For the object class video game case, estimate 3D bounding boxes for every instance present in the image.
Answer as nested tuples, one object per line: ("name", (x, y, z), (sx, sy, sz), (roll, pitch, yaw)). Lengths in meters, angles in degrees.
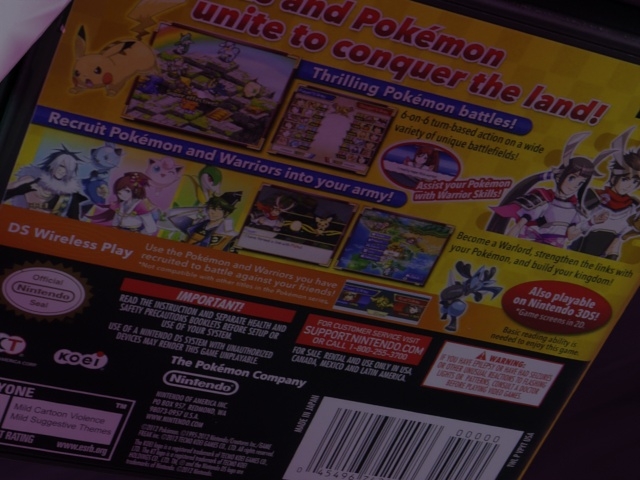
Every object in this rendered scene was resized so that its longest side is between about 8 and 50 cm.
("video game case", (0.000, 0.000, 0.638), (0.274, 0.035, 0.248), (12, 122, -23))

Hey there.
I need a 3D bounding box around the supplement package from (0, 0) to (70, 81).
("supplement package", (-0.105, -0.130, 0.462), (0.105, 0.105, 0.179), (33, 112, -33))
